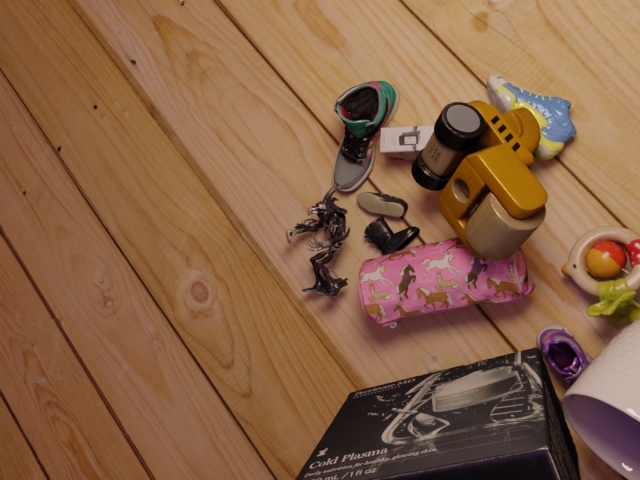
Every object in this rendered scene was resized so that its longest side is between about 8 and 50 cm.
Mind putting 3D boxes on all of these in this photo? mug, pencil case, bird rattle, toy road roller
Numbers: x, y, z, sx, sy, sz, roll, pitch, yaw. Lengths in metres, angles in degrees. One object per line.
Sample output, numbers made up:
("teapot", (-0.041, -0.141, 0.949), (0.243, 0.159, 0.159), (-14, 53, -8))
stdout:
("mug", (0.702, 0.288, 1.124), (0.328, 0.276, 0.374), (-41, 30, -16))
("pencil case", (0.286, 0.089, 1.424), (0.386, 0.160, 0.167), (-15, 120, 22))
("bird rattle", (0.635, 0.050, 1.294), (0.207, 0.143, 0.253), (39, 102, 36))
("toy road roller", (0.372, -0.146, 1.284), (0.241, 0.202, 0.329), (-20, 67, -22))

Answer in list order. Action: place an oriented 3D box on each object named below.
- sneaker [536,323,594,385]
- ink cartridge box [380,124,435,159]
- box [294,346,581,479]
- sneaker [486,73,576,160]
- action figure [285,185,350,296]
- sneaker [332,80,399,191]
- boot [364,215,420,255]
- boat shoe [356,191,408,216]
("sneaker", (0.568, 0.285, 1.327), (0.236, 0.104, 0.095), (44, 104, 17))
("ink cartridge box", (0.232, -0.234, 1.475), (0.151, 0.109, 0.063), (1, 86, 23))
("box", (0.256, 0.475, 1.231), (0.480, 0.472, 0.297), (-19, 92, 19))
("sneaker", (0.485, -0.300, 1.392), (0.126, 0.091, 0.240), (-31, 76, 1))
("action figure", (0.000, 0.000, 1.550), (0.164, 0.141, 0.275), (-169, 78, -64))
("sneaker", (0.089, -0.261, 1.501), (0.124, 0.178, 0.295), (27, 101, 22))
("boot", (0.176, -0.021, 1.536), (0.121, 0.045, 0.099), (-43, 68, 16))
("boat shoe", (0.156, -0.094, 1.547), (0.133, 0.042, 0.048), (18, 122, 23))
